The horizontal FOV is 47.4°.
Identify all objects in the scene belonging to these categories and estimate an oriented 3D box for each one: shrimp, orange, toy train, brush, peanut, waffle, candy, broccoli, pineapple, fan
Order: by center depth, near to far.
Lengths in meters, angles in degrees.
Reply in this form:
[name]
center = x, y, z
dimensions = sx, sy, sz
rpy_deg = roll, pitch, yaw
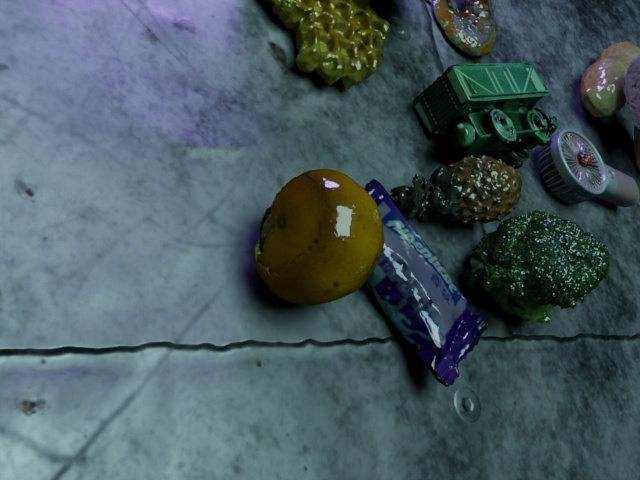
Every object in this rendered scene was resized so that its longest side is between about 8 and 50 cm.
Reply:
[orange]
center = 0.000, 0.000, 0.823
dimensions = 0.134, 0.157, 0.156
rpy_deg = 31, 51, -34
[candy]
center = 0.110, 0.045, 0.936
dimensions = 0.275, 0.070, 0.145
rpy_deg = 52, 40, 4
[broccoli]
center = 0.305, 0.039, 1.028
dimensions = 0.195, 0.156, 0.195
rpy_deg = 10, 19, -4
[pineapple]
center = 0.191, -0.068, 1.040
dimensions = 0.198, 0.108, 0.108
rpy_deg = -7, 71, -31
[waffle]
center = -0.004, -0.346, 1.067
dimensions = 0.253, 0.056, 0.249
rpy_deg = 41, 46, -15
[toy train]
center = 0.274, -0.197, 1.167
dimensions = 0.269, 0.115, 0.154
rpy_deg = -13, 67, -41
[fan]
center = 0.491, -0.117, 1.312
dimensions = 0.244, 0.074, 0.130
rpy_deg = 15, 58, -32
[shrimp]
center = 0.264, -0.418, 1.314
dimensions = 0.132, 0.052, 0.187
rpy_deg = 16, 60, -31
[brush]
center = 0.672, -0.238, 1.416
dimensions = 0.166, 0.266, 0.174
rpy_deg = -15, 41, -36
[peanut]
center = 0.602, -0.332, 1.496
dimensions = 0.117, 0.101, 0.263
rpy_deg = 44, 46, 9

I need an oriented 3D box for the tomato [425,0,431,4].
[tomato]
center = 0.127, -0.518, 1.095
dimensions = 0.304, 0.239, 0.303
rpy_deg = 29, 21, -13
